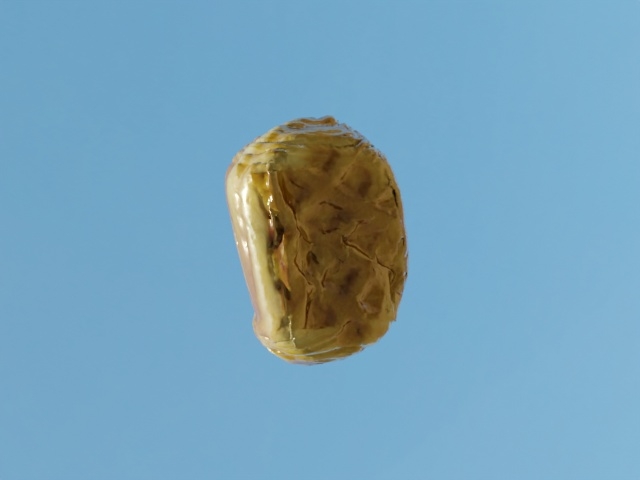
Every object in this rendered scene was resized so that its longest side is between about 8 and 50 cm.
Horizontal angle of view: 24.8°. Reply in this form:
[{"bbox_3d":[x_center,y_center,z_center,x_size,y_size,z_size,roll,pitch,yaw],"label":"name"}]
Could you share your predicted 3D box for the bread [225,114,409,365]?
[{"bbox_3d":[0.000,0.000,0.642,0.083,0.044,0.111,-18,-75,-31],"label":"bread"}]
